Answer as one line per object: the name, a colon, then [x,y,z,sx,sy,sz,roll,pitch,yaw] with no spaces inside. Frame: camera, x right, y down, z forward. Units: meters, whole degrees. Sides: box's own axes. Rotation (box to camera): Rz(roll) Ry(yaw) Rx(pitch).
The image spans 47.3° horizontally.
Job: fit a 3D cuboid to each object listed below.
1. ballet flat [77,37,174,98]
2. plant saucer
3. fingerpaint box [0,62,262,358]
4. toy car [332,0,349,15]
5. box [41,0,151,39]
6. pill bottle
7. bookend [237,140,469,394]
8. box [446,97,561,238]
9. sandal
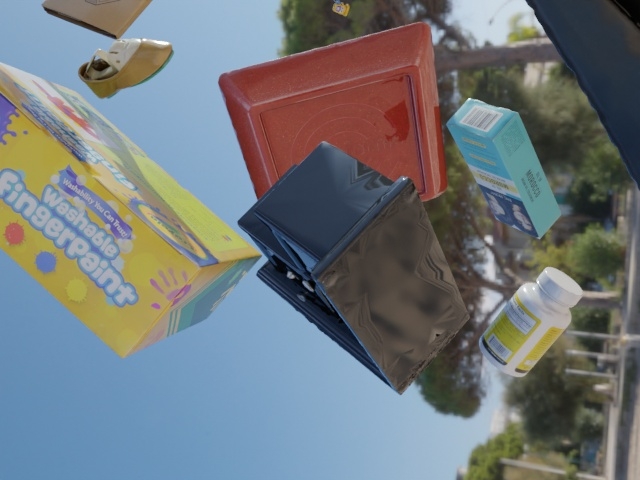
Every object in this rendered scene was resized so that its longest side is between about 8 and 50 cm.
ballet flat: [-0.318,-0.277,1.157,0.073,0.232,0.080,38,-119,-31]
plant saucer: [0.031,-0.118,0.919,0.047,0.259,0.259,-103,-2,-49]
fingerpaint box: [-0.336,-0.055,1.079,0.163,0.445,0.371,-50,-4,5]
toy car: [0.058,-0.450,1.319,0.122,0.041,0.060,-60,37,39]
box: [-0.360,-0.446,1.275,0.201,0.165,0.021,-58,-20,-23]
pill bottle: [0.231,0.088,0.797,0.116,0.065,0.065,-58,-10,26]
bookend: [0.000,0.000,0.465,0.072,0.156,0.157,-46,-37,-11]
box: [0.292,-0.110,1.153,0.060,0.101,0.244,-48,-48,-9]
sandal: [0.188,-0.158,0.422,0.445,0.107,0.167,52,-144,-18]
